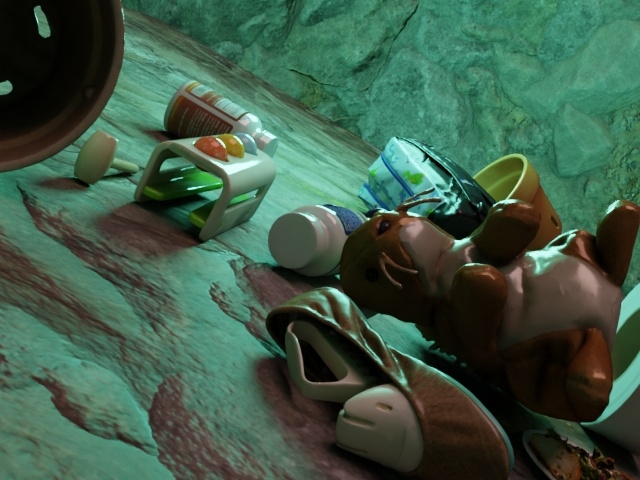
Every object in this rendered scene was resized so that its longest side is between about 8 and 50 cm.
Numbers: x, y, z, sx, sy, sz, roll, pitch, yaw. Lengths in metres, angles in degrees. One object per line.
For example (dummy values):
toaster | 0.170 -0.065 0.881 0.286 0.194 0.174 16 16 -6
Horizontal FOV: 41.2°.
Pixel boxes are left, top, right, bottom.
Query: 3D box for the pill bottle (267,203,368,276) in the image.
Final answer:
pill bottle | 0.000 0.000 1.322 0.112 0.112 0.186 35 14 22

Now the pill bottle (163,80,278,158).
pill bottle | -0.198 -0.222 1.719 0.216 0.121 0.121 32 14 10

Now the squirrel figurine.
squirrel figurine | 0.212 0.095 1.191 0.370 0.281 0.397 12 -21 14

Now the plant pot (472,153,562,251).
plant pot | 0.472 -0.048 2.162 0.203 0.291 0.291 42 10 -15

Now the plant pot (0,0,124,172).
plant pot | -0.437 -0.268 1.083 0.333 0.334 0.305 23 3 -23

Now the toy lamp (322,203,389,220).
toy lamp | 0.078 -0.029 1.673 0.080 0.080 0.274 36 17 26

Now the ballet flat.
ballet flat | 0.045 0.155 0.891 0.124 0.116 0.342 -6 32 -33

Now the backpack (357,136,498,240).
backpack | 0.245 -0.087 1.919 0.290 0.273 0.355 13 42 -43

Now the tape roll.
tape roll | 0.514 0.185 1.317 0.100 0.286 0.286 30 13 3

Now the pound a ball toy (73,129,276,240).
pound a ball toy | -0.202 -0.119 1.302 0.208 0.136 0.319 30 13 6

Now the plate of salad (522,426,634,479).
plate of salad | 0.349 0.296 1.079 0.200 0.048 0.200 27 13 -7
